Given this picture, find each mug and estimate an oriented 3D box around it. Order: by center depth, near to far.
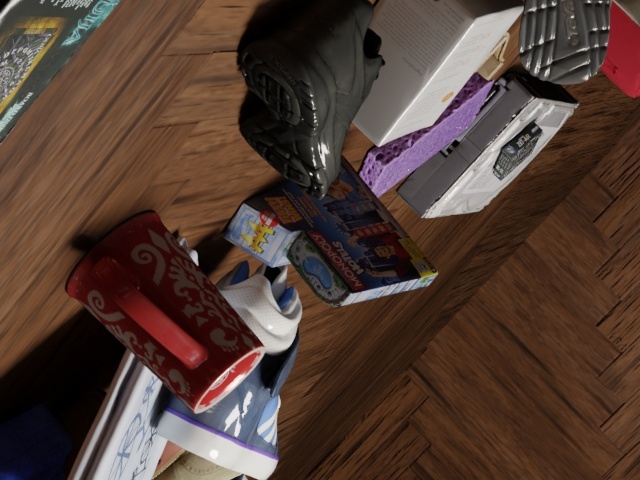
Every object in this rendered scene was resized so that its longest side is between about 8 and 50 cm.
[{"bbox_3d":[-0.150,0.076,1.481,0.113,0.169,0.150,-51,167,31],"label":"mug"}]

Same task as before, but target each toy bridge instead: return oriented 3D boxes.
[{"bbox_3d":[0.199,-0.233,1.924,0.063,0.026,0.188,-48,168,11],"label":"toy bridge"}]

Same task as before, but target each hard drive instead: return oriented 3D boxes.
[{"bbox_3d":[0.255,-0.137,2.344,0.237,0.064,0.339,-48,167,15],"label":"hard drive"}]

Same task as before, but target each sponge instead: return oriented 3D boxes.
[{"bbox_3d":[0.129,-0.130,2.030,0.210,0.031,0.117,-39,167,-26],"label":"sponge"}]

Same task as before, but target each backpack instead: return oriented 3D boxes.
[{"bbox_3d":[-0.314,0.236,1.656,0.120,0.101,0.098,-37,173,-46],"label":"backpack"}]

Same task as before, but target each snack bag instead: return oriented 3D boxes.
[{"bbox_3d":[-0.195,0.190,1.718,0.342,0.037,0.323,93,18,-72],"label":"snack bag"}]

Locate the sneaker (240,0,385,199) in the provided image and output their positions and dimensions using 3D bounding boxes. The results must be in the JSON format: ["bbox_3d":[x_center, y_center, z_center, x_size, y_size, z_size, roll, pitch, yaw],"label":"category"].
[{"bbox_3d":[0.003,-0.132,1.455,0.130,0.109,0.286,-47,171,-17],"label":"sneaker"}]

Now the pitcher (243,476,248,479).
[{"bbox_3d":[-0.204,0.450,2.734,0.207,0.125,0.178,-40,-167,35],"label":"pitcher"}]

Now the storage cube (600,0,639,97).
[{"bbox_3d":[0.377,-0.313,1.857,0.215,0.183,0.193,-43,167,-6],"label":"storage cube"}]

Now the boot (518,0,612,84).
[{"bbox_3d":[0.251,-0.339,1.524,0.223,0.118,0.338,-73,177,-55],"label":"boot"}]

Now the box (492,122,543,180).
[{"bbox_3d":[0.280,-0.126,2.266,0.067,0.018,0.083,-41,167,-16],"label":"box"}]

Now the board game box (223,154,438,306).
[{"bbox_3d":[0.000,0.000,1.770,0.194,0.194,0.060,-11,144,-43],"label":"board game box"}]

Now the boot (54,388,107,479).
[{"bbox_3d":[-0.333,0.291,1.791,0.115,0.112,0.305,14,119,-51],"label":"boot"}]

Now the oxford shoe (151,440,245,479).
[{"bbox_3d":[-0.220,0.401,2.399,0.397,0.146,0.140,-51,167,32],"label":"oxford shoe"}]

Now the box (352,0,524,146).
[{"bbox_3d":[0.100,-0.193,1.580,0.170,0.091,0.130,-51,167,29],"label":"box"}]

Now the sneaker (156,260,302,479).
[{"bbox_3d":[-0.076,0.140,1.822,0.236,0.130,0.323,-65,169,-6],"label":"sneaker"}]

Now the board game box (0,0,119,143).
[{"bbox_3d":[-0.193,-0.126,1.002,0.186,0.026,0.126,-47,168,12],"label":"board game box"}]
